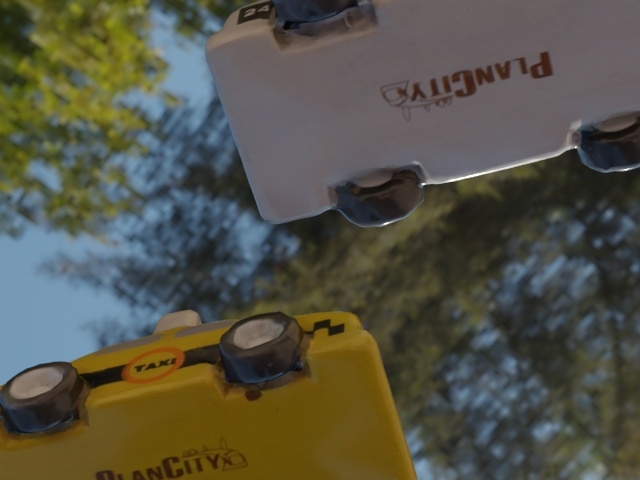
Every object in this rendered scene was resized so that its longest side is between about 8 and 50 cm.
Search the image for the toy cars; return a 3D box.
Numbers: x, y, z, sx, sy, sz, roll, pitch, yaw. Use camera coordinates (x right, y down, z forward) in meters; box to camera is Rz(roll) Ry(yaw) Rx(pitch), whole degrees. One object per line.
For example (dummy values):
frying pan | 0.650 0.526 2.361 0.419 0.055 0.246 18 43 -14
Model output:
toy cars | 0.000 0.000 0.762 0.176 0.393 0.087 31 -156 -14
